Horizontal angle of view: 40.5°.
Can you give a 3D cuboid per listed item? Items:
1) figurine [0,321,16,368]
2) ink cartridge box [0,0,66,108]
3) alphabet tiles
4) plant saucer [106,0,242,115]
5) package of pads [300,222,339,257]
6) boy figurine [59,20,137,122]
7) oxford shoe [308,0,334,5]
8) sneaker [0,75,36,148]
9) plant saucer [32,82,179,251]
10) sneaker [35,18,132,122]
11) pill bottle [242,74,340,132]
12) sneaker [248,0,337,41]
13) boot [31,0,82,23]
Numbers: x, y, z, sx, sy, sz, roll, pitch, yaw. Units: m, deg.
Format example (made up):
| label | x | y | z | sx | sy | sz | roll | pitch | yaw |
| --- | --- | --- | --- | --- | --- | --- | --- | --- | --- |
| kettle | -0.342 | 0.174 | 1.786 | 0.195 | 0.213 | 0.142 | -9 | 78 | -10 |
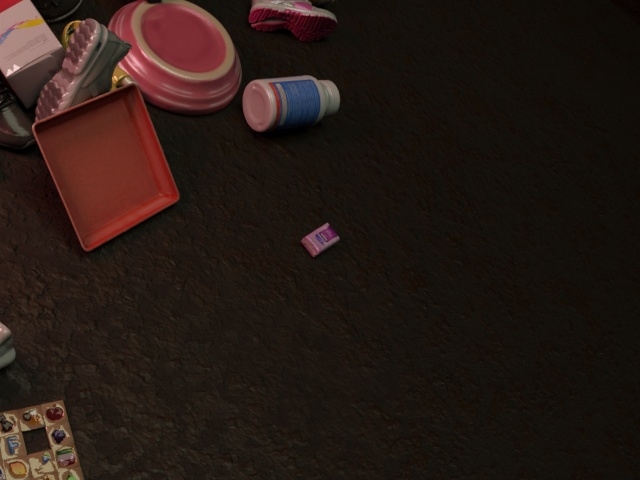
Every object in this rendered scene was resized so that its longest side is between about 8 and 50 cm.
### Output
| label | x | y | z | sx | sy | sz | roll | pitch | yaw |
| --- | --- | --- | --- | --- | --- | --- | --- | --- | --- |
| figurine | -0.634 | 0.180 | 1.389 | 0.215 | 0.092 | 0.209 | 41 | 55 | -3 |
| ink cartridge box | -0.591 | -0.383 | 1.732 | 0.127 | 0.128 | 0.176 | -34 | 72 | -11 |
| alphabet tiles | -0.503 | 0.370 | 1.382 | 0.237 | 0.009 | 0.198 | -6 | 63 | -35 |
| plant saucer | -0.328 | -0.443 | 2.009 | 0.332 | 0.084 | 0.332 | 16 | 53 | -22 |
| package of pads | 0.000 | 0.000 | 1.941 | 0.083 | 0.032 | 0.050 | -32 | 82 | -42 |
| boy figurine | -0.477 | -0.338 | 1.837 | 0.177 | 0.092 | 0.285 | -10 | 68 | -31 |
| oxford shoe | -0.114 | -0.823 | 2.360 | 0.130 | 0.169 | 0.449 | -32 | 84 | -41 |
| sneaker | -0.654 | -0.286 | 1.679 | 0.267 | 0.106 | 0.101 | 42 | 45 | -2 |
| plant saucer | -0.421 | -0.147 | 1.699 | 0.258 | 0.047 | 0.259 | -36 | 115 | -43 |
| sneaker | -0.463 | -0.288 | 1.696 | 0.115 | 0.281 | 0.105 | 15 | 31 | -44 |
| pill bottle | -0.064 | -0.329 | 2.067 | 0.221 | 0.124 | 0.124 | -13 | 67 | -37 |
| sneaker | -0.070 | -0.603 | 2.270 | 0.252 | 0.103 | 0.111 | 7 | 57 | -29 |
| boot | -0.587 | -0.546 | 1.810 | 0.262 | 0.229 | 0.091 | -23 | 83 | -38 |
